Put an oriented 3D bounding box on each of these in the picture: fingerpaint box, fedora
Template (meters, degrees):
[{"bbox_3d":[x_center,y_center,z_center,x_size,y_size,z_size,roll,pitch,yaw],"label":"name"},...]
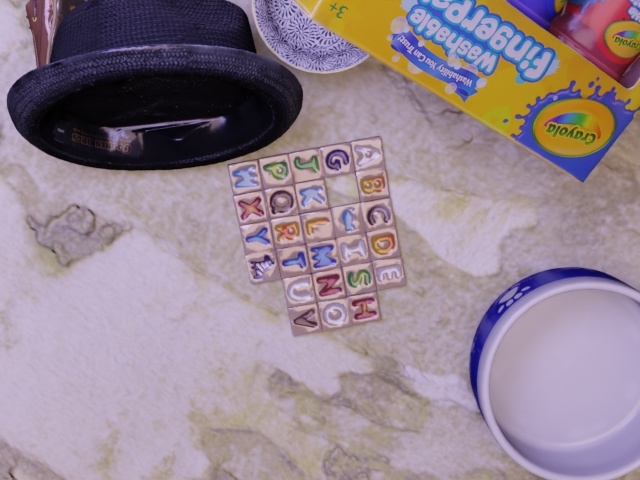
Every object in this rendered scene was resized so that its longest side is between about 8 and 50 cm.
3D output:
[{"bbox_3d":[0.222,-0.315,1.209,0.444,0.163,0.371,25,109,-38],"label":"fingerpaint box"},{"bbox_3d":[-0.191,-0.200,1.326,0.334,0.334,0.153,-6,71,-2],"label":"fedora"}]

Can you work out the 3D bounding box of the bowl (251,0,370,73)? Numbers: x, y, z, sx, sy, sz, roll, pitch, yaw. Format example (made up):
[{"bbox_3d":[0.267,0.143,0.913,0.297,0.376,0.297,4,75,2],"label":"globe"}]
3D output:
[{"bbox_3d":[0.002,-0.287,1.380,0.170,0.080,0.170,0,100,-2],"label":"bowl"}]

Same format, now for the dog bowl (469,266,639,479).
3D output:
[{"bbox_3d":[0.327,0.170,1.470,0.264,0.104,0.265,-1,100,-3],"label":"dog bowl"}]

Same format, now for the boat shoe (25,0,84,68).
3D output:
[{"bbox_3d":[-0.321,-0.270,1.383,0.060,0.064,0.178,12,104,28],"label":"boat shoe"}]

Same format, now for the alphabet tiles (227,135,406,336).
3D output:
[{"bbox_3d":[0.000,0.000,1.471,0.198,0.009,0.237,-11,101,-1],"label":"alphabet tiles"}]
